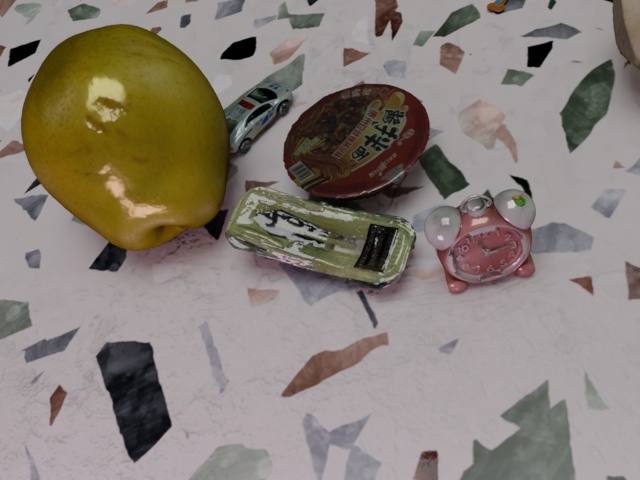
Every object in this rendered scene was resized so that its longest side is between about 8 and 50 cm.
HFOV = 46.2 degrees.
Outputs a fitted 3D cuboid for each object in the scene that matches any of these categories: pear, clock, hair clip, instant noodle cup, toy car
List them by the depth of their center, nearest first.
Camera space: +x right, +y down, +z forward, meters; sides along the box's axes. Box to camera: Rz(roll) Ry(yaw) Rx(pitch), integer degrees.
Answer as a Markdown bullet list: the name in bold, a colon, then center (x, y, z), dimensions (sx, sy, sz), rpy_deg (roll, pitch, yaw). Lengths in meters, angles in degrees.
- **clock**: center (0.246, -0.010, 1.150), dimensions (0.166, 0.162, 0.093), rpy_deg (-14, 50, 9)
- **hair clip**: center (0.001, 0.001, 1.276), dimensions (0.321, 0.091, 0.138), rpy_deg (16, 66, 18)
- **instant noodle cup**: center (0.071, -0.158, 1.361), dimensions (0.274, 0.091, 0.274), rpy_deg (-10, 52, 13)
- **pear**: center (-0.347, -0.189, 1.368), dimensions (0.362, 0.362, 0.418), rpy_deg (-26, 81, 0)
- **toy car**: center (-0.143, -0.258, 1.531), dimensions (0.095, 0.056, 0.205), rpy_deg (32, 71, 35)

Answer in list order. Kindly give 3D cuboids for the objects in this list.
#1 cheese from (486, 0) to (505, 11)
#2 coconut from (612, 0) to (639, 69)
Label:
- **cheese**: center (0.387, -0.514, 1.559), dimensions (0.047, 0.017, 0.111), rpy_deg (26, 67, 36)
- **coconut**: center (0.636, -0.389, 1.187), dimensions (0.323, 0.323, 0.323), rpy_deg (-9, 53, 13)
